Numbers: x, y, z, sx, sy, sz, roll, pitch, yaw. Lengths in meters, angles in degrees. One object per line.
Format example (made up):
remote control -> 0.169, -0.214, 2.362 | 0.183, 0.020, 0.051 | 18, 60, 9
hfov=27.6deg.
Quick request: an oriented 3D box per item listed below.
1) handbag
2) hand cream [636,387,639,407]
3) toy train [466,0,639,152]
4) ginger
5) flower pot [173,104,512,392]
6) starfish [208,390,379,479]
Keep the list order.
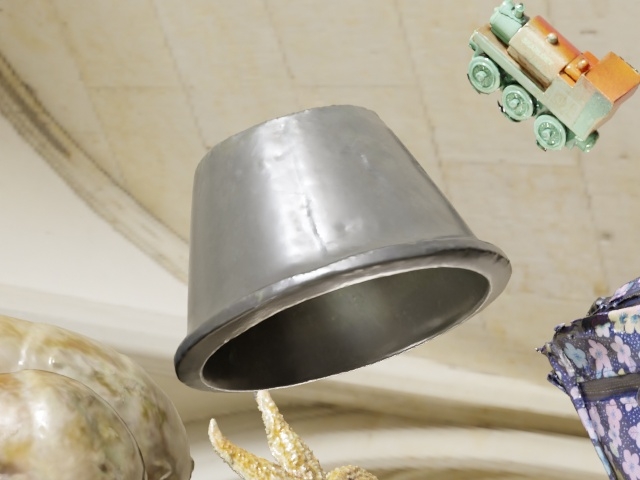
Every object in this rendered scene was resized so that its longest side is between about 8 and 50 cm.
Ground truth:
handbag -> 0.267, 0.118, 0.903 | 0.126, 0.228, 0.208 | -20, -93, -37
hand cream -> 0.181, 0.093, 0.627 | 0.093, 0.019, 0.030 | 38, -120, -33
toy train -> 0.229, -0.172, 1.325 | 0.074, 0.176, 0.118 | -34, -16, -35
ginger -> -0.197, 0.172, 0.958 | 0.245, 0.155, 0.304 | 56, -172, -16
flower pot -> 0.000, 0.000, 1.013 | 0.269, 0.269, 0.166 | 13, -125, -53
starfish -> -0.004, 0.296, 1.501 | 0.302, 0.060, 0.299 | 52, -146, -4
